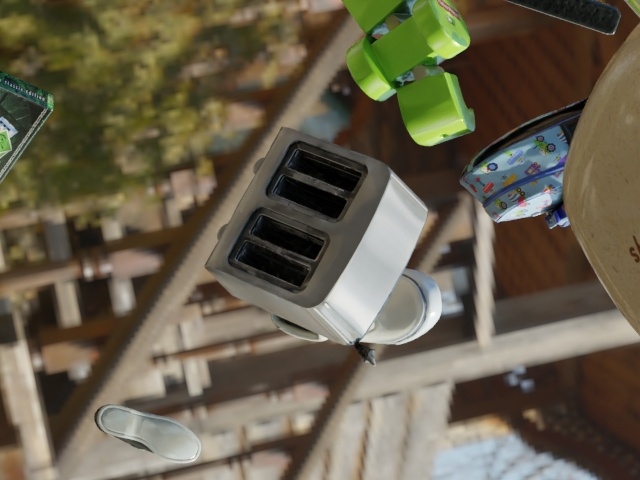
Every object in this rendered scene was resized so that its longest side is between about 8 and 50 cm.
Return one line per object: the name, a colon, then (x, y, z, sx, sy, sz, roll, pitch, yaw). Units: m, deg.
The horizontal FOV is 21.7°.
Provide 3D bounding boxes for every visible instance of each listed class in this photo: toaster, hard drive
toaster: (0.000, 0.000, 1.614, 0.186, 0.168, 0.110, 23, -11, 31)
hard drive: (0.180, -0.191, 1.315, 0.135, 0.094, 0.022, -86, -165, -78)

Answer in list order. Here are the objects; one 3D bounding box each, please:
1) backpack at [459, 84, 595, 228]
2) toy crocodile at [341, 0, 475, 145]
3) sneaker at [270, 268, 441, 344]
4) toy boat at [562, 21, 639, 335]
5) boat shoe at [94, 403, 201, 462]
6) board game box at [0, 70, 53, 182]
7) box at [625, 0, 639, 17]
backpack: (0.238, -0.072, 1.735, 0.117, 0.173, 0.158, 65, -9, 4)
toy crocodile: (0.062, -0.254, 1.696, 0.340, 0.115, 0.105, 61, 27, 8)
sneaker: (0.040, 0.091, 2.065, 0.258, 0.091, 0.094, -13, -92, 49)
toy boat: (0.199, -0.096, 0.849, 0.318, 0.148, 0.267, 62, -20, 8)
boat shoe: (-0.195, 0.216, 1.873, 0.038, 0.125, 0.046, 171, -63, -72)
board game box: (-0.364, -0.066, 1.520, 0.259, 0.136, 0.030, -48, -146, 32)
box: (0.436, -0.329, 2.065, 0.203, 0.103, 0.114, 51, -4, 12)
